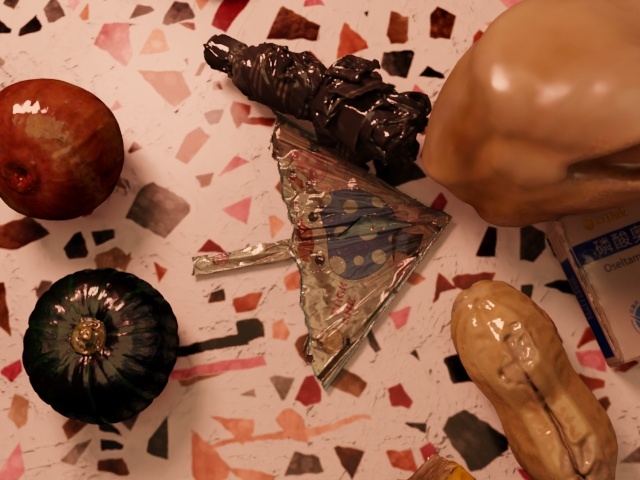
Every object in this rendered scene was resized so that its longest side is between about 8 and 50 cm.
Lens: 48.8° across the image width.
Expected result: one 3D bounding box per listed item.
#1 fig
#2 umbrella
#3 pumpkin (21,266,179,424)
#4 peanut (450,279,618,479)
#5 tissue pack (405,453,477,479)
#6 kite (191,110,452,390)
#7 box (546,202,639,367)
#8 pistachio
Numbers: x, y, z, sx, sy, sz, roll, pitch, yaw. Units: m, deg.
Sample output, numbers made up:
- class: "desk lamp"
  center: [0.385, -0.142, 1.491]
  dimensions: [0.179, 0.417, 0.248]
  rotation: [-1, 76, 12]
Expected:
- class: "fig"
  center: [-0.359, -0.127, 0.957]
  dimensions: [0.205, 0.205, 0.205]
  rotation: [-1, 76, 3]
- class: "umbrella"
  center: [-0.004, -0.206, 0.983]
  dimensions: [0.336, 0.154, 0.128]
  rotation: [27, 80, 29]
- class: "pumpkin"
  center: [-0.279, 0.132, 0.899]
  dimensions: [0.202, 0.140, 0.202]
  rotation: [0, 78, 1]
- class: "peanut"
  center: [0.259, 0.180, 0.861]
  dimensions: [0.130, 0.130, 0.290]
  rotation: [-29, 78, -4]
- class: "tissue pack"
  center: [0.163, 0.465, 0.742]
  dimensions: [0.293, 0.228, 0.382]
  rotation: [-41, 76, -5]
- class: "kite"
  center: [0.000, 0.000, 0.979]
  dimensions: [0.368, 0.014, 0.406]
  rotation: [-11, 76, 2]
- class: "box"
  center: [0.496, 0.012, 0.918]
  dimensions: [0.343, 0.065, 0.200]
  rotation: [-21, 76, -2]
- class: "pistachio"
  center: [0.333, -0.175, 0.852]
  dimensions: [0.445, 0.365, 0.281]
  rotation: [-27, 119, 3]
